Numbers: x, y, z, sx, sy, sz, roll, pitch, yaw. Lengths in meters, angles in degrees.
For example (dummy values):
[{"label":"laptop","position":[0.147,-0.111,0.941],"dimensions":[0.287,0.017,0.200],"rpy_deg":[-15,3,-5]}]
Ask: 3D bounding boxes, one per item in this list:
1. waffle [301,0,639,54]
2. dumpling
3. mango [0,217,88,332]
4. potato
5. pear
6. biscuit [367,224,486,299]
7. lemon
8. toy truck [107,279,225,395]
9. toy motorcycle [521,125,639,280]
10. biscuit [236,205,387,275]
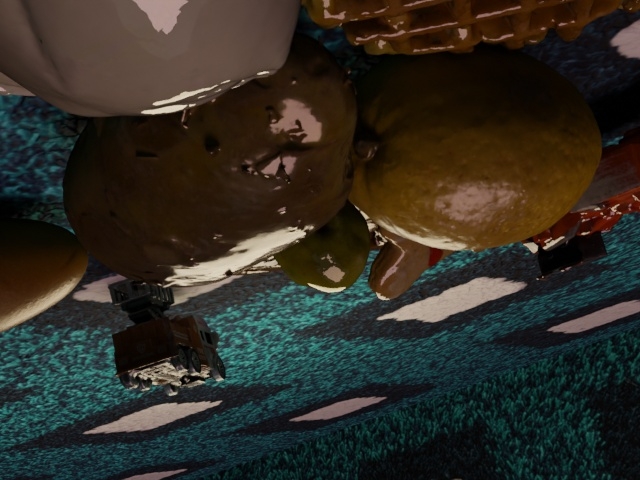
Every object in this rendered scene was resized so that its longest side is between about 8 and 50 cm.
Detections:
[{"label":"waffle","position":[0.137,-0.190,0.721],"dimensions":[0.301,0.058,0.281],"rpy_deg":[-8,162,-22]},{"label":"dumpling","position":[-0.118,-0.156,0.490],"dimensions":[0.227,0.243,0.175],"rpy_deg":[0,-153,11]},{"label":"mango","position":[-0.319,0.038,0.990],"dimensions":[0.253,0.113,0.138],"rpy_deg":[-14,162,-32]},{"label":"potato","position":[-0.077,-0.051,0.838],"dimensions":[0.192,0.141,0.296],"rpy_deg":[10,151,-23]},{"label":"pear","position":[0.000,0.000,1.019],"dimensions":[0.092,0.092,0.097],"rpy_deg":[-10,170,-17]},{"label":"biscuit","position":[0.143,-0.040,1.055],"dimensions":[0.234,0.030,0.153],"rpy_deg":[-27,145,-25]},{"label":"lemon","position":[0.113,-0.073,0.898],"dimensions":[0.207,0.170,0.170],"rpy_deg":[1,159,-24]},{"label":"toy truck","position":[-0.179,0.114,1.364],"dimensions":[0.080,0.115,0.178],"rpy_deg":[-18,163,10]},{"label":"toy motorcycle","position":[0.338,-0.064,1.193],"dimensions":[0.221,0.147,0.326],"rpy_deg":[-4,167,-42]},{"label":"biscuit","position":[0.031,-0.040,1.136],"dimensions":[0.367,0.063,0.314],"rpy_deg":[-14,165,-1]}]
